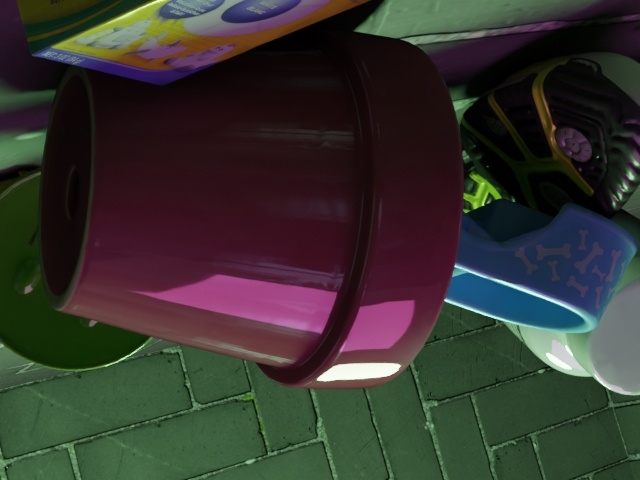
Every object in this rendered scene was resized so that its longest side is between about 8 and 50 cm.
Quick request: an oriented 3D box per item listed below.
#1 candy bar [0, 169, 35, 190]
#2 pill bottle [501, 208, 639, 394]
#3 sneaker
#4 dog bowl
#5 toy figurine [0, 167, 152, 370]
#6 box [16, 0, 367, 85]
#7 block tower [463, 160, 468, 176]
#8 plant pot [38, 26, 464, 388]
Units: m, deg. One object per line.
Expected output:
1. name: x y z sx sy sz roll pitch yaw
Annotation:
1. candy bar: -0.262 -0.018 0.789 0.161 0.018 0.040 -17 176 10
2. pill bottle: 0.266 0.036 1.212 0.176 0.176 0.318 -14 -156 -12
3. sneaker: 0.209 -0.089 0.964 0.147 0.145 0.385 -45 175 -9
4. dog bowl: 0.100 -0.002 0.895 0.297 0.074 0.166 20 167 -11
5. toy figurine: -0.151 -0.014 0.770 0.130 0.173 0.159 28 -176 -12
6. box: -0.021 -0.116 0.461 0.179 0.043 0.105 -20 172 23
7. block tower: 0.000 0.000 1.222 0.335 0.097 0.091 -21 171 26
8. plant pot: -0.049 -0.021 0.611 0.180 0.201 0.201 5 165 -25
